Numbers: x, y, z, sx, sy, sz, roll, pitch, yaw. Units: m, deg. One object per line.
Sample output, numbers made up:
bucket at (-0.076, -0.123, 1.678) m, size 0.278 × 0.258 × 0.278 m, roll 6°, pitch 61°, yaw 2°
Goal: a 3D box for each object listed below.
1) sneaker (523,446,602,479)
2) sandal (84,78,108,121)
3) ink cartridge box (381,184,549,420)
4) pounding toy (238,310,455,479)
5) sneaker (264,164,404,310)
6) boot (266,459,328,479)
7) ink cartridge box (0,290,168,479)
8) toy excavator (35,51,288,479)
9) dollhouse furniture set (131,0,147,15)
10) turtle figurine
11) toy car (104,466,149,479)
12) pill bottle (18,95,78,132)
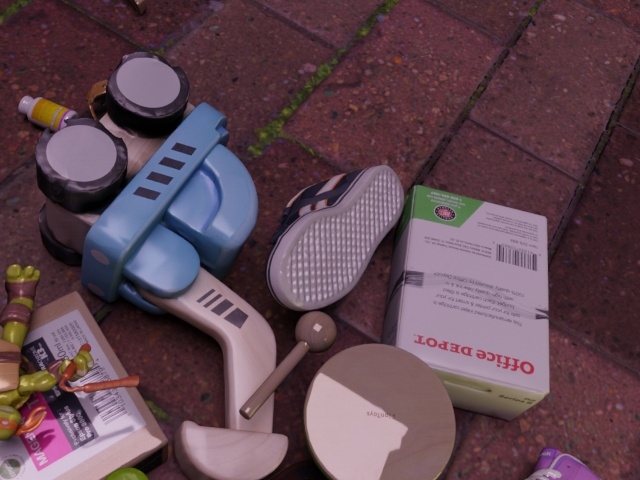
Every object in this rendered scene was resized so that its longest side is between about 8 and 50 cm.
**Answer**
sneaker at (0.248, 0.332, 0.887) m, size 0.282 × 0.102 × 0.161 m, roll 19°, pitch 52°, yaw -13°
sandal at (-0.324, -0.233, 1.109) m, size 0.090 × 0.060 × 0.219 m, roll -2°, pitch 41°, yaw 40°
ink cartridge box at (0.205, 0.086, 1.012) m, size 0.211 × 0.121 × 0.289 m, roll 15°, pitch 56°, yaw -3°
pounding toy at (0.038, 0.216, 0.866) m, size 0.237 × 0.110 × 0.183 m, roll 32°, pitch 61°, yaw 6°
sneaker at (0.000, 0.000, 0.998) m, size 0.321 × 0.128 × 0.126 m, roll -42°, pitch 115°, yaw -48°
boot at (-0.048, 0.326, 0.840) m, size 0.219 × 0.106 × 0.082 m, roll 5°, pitch 46°, yaw -44°
ink cartridge box at (-0.322, 0.205, 0.837) m, size 0.193 × 0.088 × 0.234 m, roll -28°, pitch 69°, yaw -28°
toy excavator at (-0.172, 0.037, 0.924) m, size 0.445 × 0.222 × 0.432 m, roll 32°, pitch 58°, yaw -2°
dollhouse furniture set at (-0.374, -0.453, 1.258) m, size 0.081 × 0.091 × 0.114 m, roll -32°, pitch 72°, yaw -12°
turtle figurine at (-0.342, 0.131, 0.774) m, size 0.270 × 0.087 × 0.217 m, roll -14°, pitch 54°, yaw -11°
toy car at (-0.222, 0.355, 0.712) m, size 0.149 × 0.155 × 0.188 m, roll 38°, pitch 52°, yaw 12°
pill bottle at (-0.423, -0.195, 1.095) m, size 0.083 × 0.043 × 0.043 m, roll 23°, pitch 56°, yaw 2°
